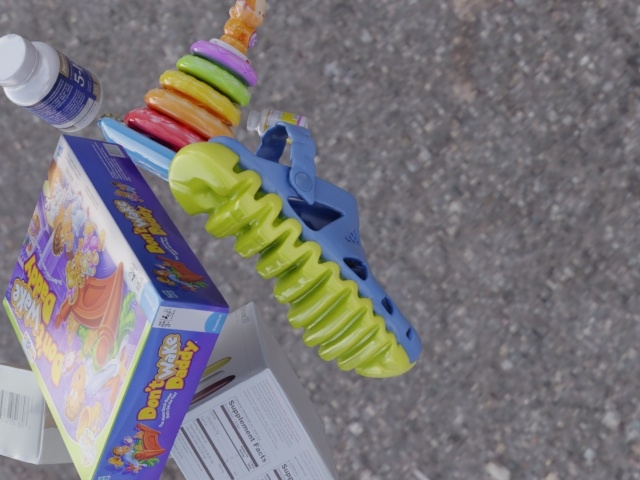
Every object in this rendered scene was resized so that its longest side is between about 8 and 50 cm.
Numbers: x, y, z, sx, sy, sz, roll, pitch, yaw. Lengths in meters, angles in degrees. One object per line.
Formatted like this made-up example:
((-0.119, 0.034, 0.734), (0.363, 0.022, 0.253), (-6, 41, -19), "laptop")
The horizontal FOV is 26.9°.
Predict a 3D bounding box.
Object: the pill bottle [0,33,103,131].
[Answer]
((-0.453, -0.261, 2.193), (0.112, 0.112, 0.187), (13, 170, 33), "pill bottle")

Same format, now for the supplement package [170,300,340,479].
((-0.086, 0.223, 1.599), (0.204, 0.145, 0.262), (62, 180, -15), "supplement package")

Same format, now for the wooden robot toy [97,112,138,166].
((-0.283, -0.157, 2.138), (0.173, 0.076, 0.079), (12, 116, 33), "wooden robot toy")

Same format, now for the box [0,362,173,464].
((-0.297, 0.239, 1.879), (0.148, 0.311, 0.121), (3, 88, 44), "box")

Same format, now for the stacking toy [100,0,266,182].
((-0.155, -0.222, 1.900), (0.166, 0.302, 0.175), (28, 174, 20), "stacking toy")

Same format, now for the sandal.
((0.000, 0.000, 1.336), (0.317, 0.138, 0.126), (51, 144, -11), "sandal")

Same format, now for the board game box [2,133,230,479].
((-0.231, 0.070, 1.442), (0.347, 0.078, 0.233), (50, 124, 49), "board game box")

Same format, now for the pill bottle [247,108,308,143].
((-0.062, -0.166, 1.942), (0.083, 0.043, 0.043), (12, 127, 9), "pill bottle")
